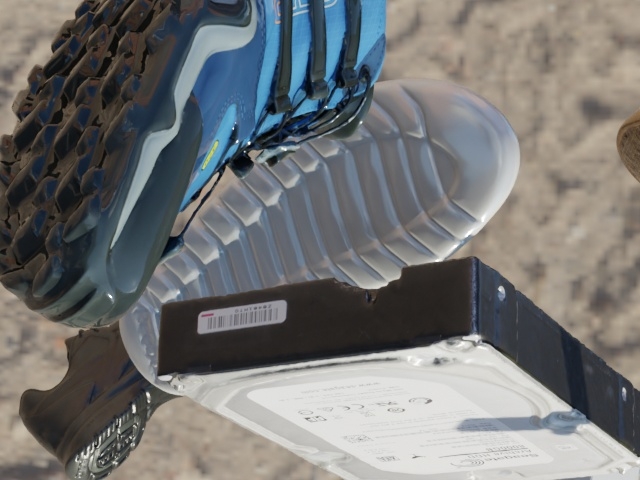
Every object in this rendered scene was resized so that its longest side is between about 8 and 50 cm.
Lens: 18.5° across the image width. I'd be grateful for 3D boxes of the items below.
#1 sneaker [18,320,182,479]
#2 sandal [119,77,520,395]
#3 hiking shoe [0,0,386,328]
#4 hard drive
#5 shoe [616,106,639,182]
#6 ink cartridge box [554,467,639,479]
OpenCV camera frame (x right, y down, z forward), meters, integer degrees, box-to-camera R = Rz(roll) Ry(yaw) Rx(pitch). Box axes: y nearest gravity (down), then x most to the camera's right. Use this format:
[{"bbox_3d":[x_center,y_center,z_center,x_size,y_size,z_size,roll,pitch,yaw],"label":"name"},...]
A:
[{"bbox_3d":[-0.194,0.122,2.055,0.286,0.130,0.109,-40,152,-31],"label":"sneaker"},{"bbox_3d":[-0.008,-0.014,1.714,0.169,0.416,0.102,60,24,1],"label":"sandal"},{"bbox_3d":[-0.029,-0.074,0.802,0.132,0.113,0.304,41,49,-24],"label":"hiking shoe"},{"bbox_3d":[0.070,0.108,1.385,0.339,0.237,0.064,36,51,-57],"label":"hard drive"},{"bbox_3d":[0.305,-0.098,1.644,0.058,0.219,0.076,-35,78,-15],"label":"shoe"},{"bbox_3d":[0.201,0.194,1.679,0.088,0.122,0.052,-13,116,-51],"label":"ink cartridge box"}]
